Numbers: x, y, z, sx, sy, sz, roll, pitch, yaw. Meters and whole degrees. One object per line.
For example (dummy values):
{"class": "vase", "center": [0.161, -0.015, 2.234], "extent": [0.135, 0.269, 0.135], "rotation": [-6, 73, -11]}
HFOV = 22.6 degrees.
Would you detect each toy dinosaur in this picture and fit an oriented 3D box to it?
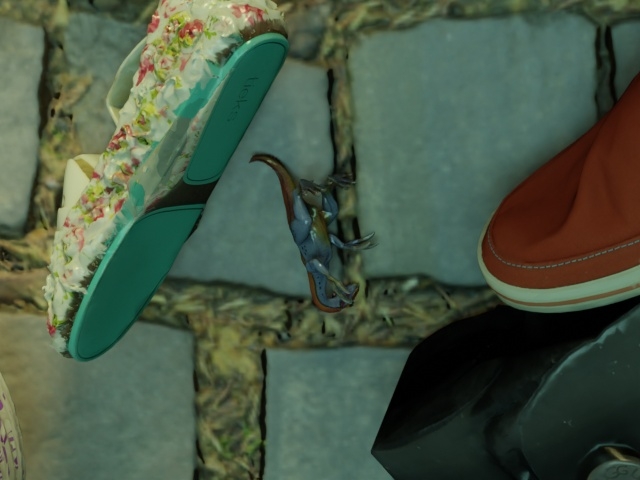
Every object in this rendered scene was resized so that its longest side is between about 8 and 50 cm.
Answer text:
{"class": "toy dinosaur", "center": [0.000, 0.000, 0.915], "extent": [0.090, 0.047, 0.082], "rotation": [34, 130, 30]}

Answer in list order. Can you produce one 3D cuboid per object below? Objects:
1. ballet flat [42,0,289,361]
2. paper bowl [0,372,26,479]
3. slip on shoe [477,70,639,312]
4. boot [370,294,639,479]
{"class": "ballet flat", "center": [-0.097, -0.044, 0.888], "extent": [0.077, 0.091, 0.241], "rotation": [42, 112, 23]}
{"class": "paper bowl", "center": [-0.315, 0.124, 0.948], "extent": [0.284, 0.148, 0.284], "rotation": [3, 113, 7]}
{"class": "slip on shoe", "center": [0.199, -0.080, 0.775], "extent": [0.101, 0.123, 0.331], "rotation": [37, 123, -27]}
{"class": "boot", "center": [0.297, 0.174, 0.887], "extent": [0.367, 0.146, 0.445], "rotation": [-33, 100, 19]}
